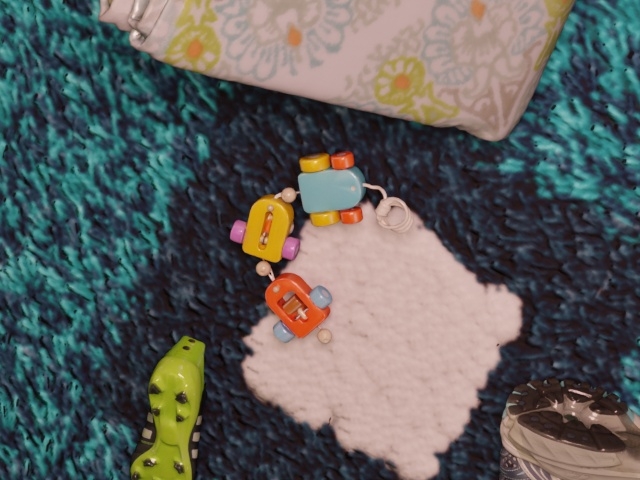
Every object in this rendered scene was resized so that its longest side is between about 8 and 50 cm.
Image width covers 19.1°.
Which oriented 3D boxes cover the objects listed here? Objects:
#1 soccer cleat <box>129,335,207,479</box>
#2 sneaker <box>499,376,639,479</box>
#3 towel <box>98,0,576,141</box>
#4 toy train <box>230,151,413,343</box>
[{"bbox_3d":[-0.124,0.161,1.637,0.060,0.072,0.179,20,130,8],"label":"soccer cleat"},{"bbox_3d":[0.277,0.205,1.531,0.283,0.110,0.122,19,126,12],"label":"sneaker"},{"bbox_3d":[0.056,-0.249,1.362,0.374,0.090,0.320,10,117,-34],"label":"towel"},{"bbox_3d":[0.000,0.000,1.568,0.125,0.046,0.166,43,114,0],"label":"toy train"}]
